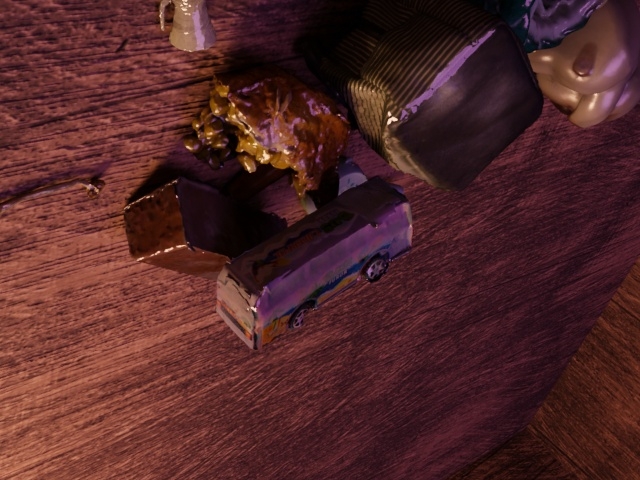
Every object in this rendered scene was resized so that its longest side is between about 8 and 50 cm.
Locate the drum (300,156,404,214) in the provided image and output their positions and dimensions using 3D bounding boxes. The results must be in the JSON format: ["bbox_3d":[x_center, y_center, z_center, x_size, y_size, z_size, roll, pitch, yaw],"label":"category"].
[{"bbox_3d":[0.054,-0.070,1.723,0.130,0.049,0.253,-51,151,10],"label":"drum"}]

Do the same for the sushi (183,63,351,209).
[{"bbox_3d":[-0.061,-0.141,1.368,0.179,0.167,0.296,-53,163,1],"label":"sushi"}]

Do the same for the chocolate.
[{"bbox_3d":[-0.159,-0.001,1.456,0.112,0.111,0.321,-18,163,23],"label":"chocolate"}]

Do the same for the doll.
[{"bbox_3d":[0.474,-0.330,1.765,0.226,0.215,0.370,-65,152,-12],"label":"doll"}]

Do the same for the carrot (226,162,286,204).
[{"bbox_3d":[-0.072,-0.114,1.501,0.161,0.055,0.055,-36,151,-3],"label":"carrot"}]

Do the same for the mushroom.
[{"bbox_3d":[-0.389,-0.037,1.208,0.286,0.028,0.026,-19,-175,-38],"label":"mushroom"}]

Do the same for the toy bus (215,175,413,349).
[{"bbox_3d":[-0.001,0.022,1.430,0.317,0.112,0.138,-33,149,-28],"label":"toy bus"}]

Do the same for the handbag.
[{"bbox_3d":[0.145,-0.234,1.430,0.247,0.240,0.341,-47,153,6],"label":"handbag"}]

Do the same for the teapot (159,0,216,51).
[{"bbox_3d":[-0.157,-0.271,1.177,0.067,0.057,0.083,-5,134,-10],"label":"teapot"}]

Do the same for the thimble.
[{"bbox_3d":[0.345,-0.428,1.518,0.288,0.167,0.254,-25,147,-31],"label":"thimble"}]
